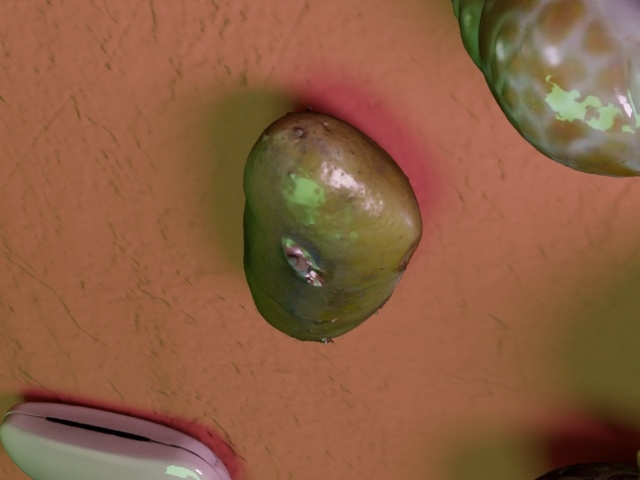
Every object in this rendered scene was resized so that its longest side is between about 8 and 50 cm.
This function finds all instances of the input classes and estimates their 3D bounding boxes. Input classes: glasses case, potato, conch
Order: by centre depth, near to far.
[{"bbox_3d":[0.140,-0.087,0.817,0.173,0.106,0.116,-18,101,26],"label":"conch"},{"bbox_3d":[0.000,0.000,1.040,0.105,0.085,0.188,29,150,7],"label":"potato"},{"bbox_3d":[-0.157,0.168,1.388,0.204,0.051,0.081,9,140,28],"label":"glasses case"}]

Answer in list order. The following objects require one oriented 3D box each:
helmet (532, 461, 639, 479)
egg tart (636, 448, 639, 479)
[{"bbox_3d":[0.197,0.203,1.125,0.177,0.107,0.153,57,145,-2],"label":"helmet"},{"bbox_3d":[0.303,0.134,0.885,0.294,0.116,0.295,3,135,3],"label":"egg tart"}]
